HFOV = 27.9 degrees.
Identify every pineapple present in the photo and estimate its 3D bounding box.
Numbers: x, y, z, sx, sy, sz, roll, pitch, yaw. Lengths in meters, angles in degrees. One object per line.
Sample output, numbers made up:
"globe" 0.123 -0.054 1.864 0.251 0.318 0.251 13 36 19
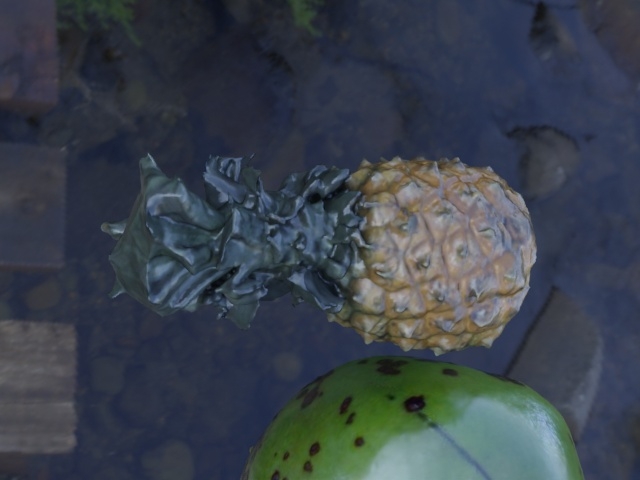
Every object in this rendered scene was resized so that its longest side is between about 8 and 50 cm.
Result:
"pineapple" 0.000 0.001 0.763 0.248 0.128 0.128 6 72 -25

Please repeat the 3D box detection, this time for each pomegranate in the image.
"pomegranate" 0.075 0.200 0.897 0.270 0.254 0.254 27 58 -55
